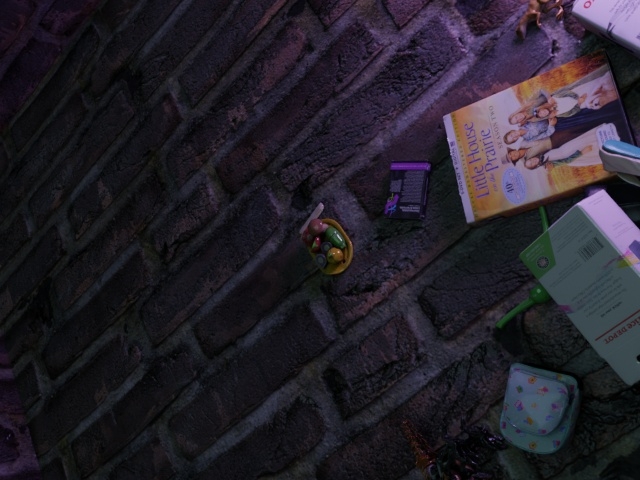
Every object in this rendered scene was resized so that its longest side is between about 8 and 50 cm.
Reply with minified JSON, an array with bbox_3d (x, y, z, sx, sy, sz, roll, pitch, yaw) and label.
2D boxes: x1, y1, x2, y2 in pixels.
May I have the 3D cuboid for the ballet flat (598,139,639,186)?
[{"bbox_3d":[0.697,-0.143,1.487,0.248,0.086,0.086,30,99,44],"label":"ballet flat"}]

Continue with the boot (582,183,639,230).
[{"bbox_3d":[0.680,-0.017,1.543,0.207,0.094,0.247,-11,69,31],"label":"boot"}]

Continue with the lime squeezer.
[{"bbox_3d":[0.515,0.078,1.684,0.110,0.058,0.311,29,102,66],"label":"lime squeezer"}]

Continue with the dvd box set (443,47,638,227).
[{"bbox_3d":[0.521,-0.238,1.722,0.420,0.062,0.308,-19,70,32],"label":"dvd box set"}]

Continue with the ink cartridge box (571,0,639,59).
[{"bbox_3d":[0.735,-0.517,1.585,0.273,0.114,0.197,45,109,32],"label":"ink cartridge box"}]

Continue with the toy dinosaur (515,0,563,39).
[{"bbox_3d":[0.553,-0.600,1.765,0.112,0.064,0.212,36,102,36],"label":"toy dinosaur"}]

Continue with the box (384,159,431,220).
[{"bbox_3d":[0.235,-0.136,1.930,0.116,0.029,0.162,5,83,37],"label":"box"}]

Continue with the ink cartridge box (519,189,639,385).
[{"bbox_3d":[0.615,0.099,1.491,0.354,0.119,0.207,55,140,16],"label":"ink cartridge box"}]

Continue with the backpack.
[{"bbox_3d":[0.485,0.378,1.586,0.165,0.144,0.189,10,91,31],"label":"backpack"}]

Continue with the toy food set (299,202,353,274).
[{"bbox_3d":[0.000,0.000,2.048,0.128,0.071,0.218,-47,58,20],"label":"toy food set"}]

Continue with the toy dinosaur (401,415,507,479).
[{"bbox_3d":[0.310,0.548,1.684,0.321,0.164,0.219,30,117,14],"label":"toy dinosaur"}]
